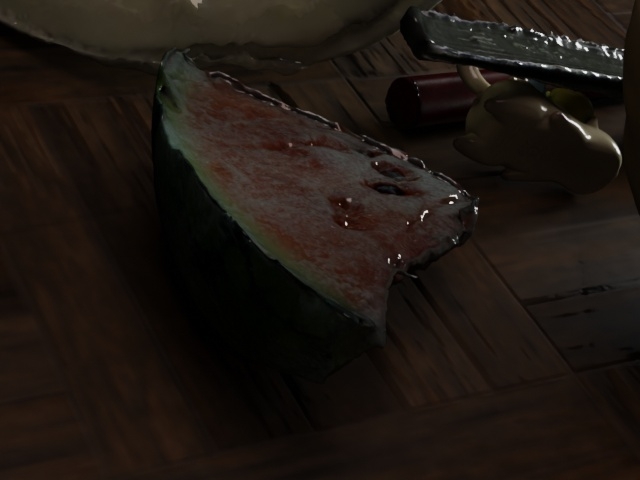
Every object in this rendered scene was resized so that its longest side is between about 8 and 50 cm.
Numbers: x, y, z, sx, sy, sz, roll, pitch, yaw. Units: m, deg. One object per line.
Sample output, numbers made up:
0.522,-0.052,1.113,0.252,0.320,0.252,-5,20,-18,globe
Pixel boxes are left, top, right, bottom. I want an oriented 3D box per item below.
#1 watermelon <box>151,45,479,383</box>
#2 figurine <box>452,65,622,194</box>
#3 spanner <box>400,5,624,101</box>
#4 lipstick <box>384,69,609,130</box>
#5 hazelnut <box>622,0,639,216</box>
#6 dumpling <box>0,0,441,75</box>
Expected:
0.000,0.000,0.544,0.139,0.071,0.187,5,32,-28,watermelon
0.101,-0.058,0.657,0.083,0.047,0.050,22,49,-23,figurine
0.162,-0.075,0.680,0.325,0.026,0.093,3,44,-39,spanner
0.110,-0.077,0.708,0.177,0.027,0.027,-10,47,-33,lipstick
0.244,-0.044,0.550,0.261,0.261,0.241,-23,23,-40,hazelnut
-0.080,-0.223,0.710,0.316,0.233,0.395,-23,63,-1,dumpling
